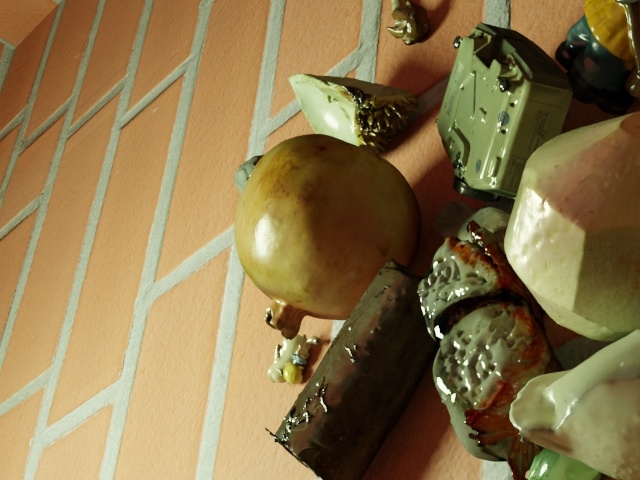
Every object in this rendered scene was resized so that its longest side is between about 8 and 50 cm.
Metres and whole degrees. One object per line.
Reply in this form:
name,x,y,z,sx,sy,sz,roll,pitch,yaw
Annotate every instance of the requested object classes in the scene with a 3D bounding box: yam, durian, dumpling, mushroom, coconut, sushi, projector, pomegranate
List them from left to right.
pomegranate,0.000,0.000,1.772,0.252,0.229,0.270,17,82,63
durian,0.043,-0.186,1.989,0.144,0.139,0.252,-59,28,6
yam,0.054,0.162,1.620,0.279,0.131,0.131,-58,27,-5
mushroom,0.128,-0.360,2.119,0.060,0.061,0.187,-53,23,20
mushroom,0.194,-0.012,1.666,0.059,0.054,0.202,-55,22,-6
sushi,0.182,0.112,1.469,0.130,0.124,0.332,-38,32,16
projector,0.211,-0.148,1.658,0.269,0.088,0.193,-109,32,-67
coconut,0.296,-0.029,1.342,0.197,0.237,0.237,34,92,31
dumpling,0.302,0.141,1.266,0.216,0.126,0.166,-35,14,32

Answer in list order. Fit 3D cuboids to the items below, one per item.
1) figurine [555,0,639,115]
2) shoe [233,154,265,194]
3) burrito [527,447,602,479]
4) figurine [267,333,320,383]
figurine,0.371,-0.297,1.492,0.332,0.204,0.185,-40,34,31
shoe,-0.054,-0.095,2.086,0.125,0.099,0.227,-58,31,18
burrito,0.229,0.270,1.311,0.104,0.054,0.288,7,66,58
figurine,-0.036,0.163,1.863,0.050,0.047,0.083,23,86,52
